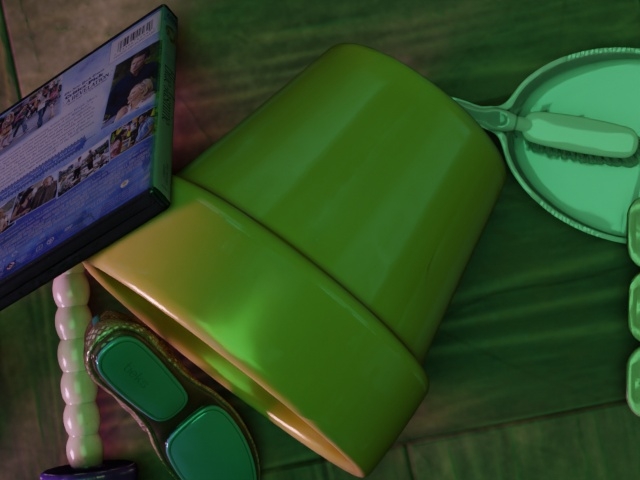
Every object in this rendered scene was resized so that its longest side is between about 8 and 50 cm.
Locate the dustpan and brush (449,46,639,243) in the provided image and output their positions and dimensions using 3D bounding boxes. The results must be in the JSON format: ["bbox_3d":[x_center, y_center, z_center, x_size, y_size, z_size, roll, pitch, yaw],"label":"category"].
[{"bbox_3d":[0.165,-0.084,1.041,0.211,0.060,0.147,11,92,7],"label":"dustpan and brush"}]

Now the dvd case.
[{"bbox_3d":[-0.181,-0.060,0.996,0.180,0.253,0.022,-31,124,18],"label":"dvd case"}]

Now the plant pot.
[{"bbox_3d":[0.000,0.000,0.986,0.254,0.254,0.239,36,78,5],"label":"plant pot"}]

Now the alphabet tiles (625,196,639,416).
[{"bbox_3d":[0.368,0.051,1.032,0.278,0.021,0.284,0,91,2],"label":"alphabet tiles"}]

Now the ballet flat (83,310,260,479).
[{"bbox_3d":[-0.113,0.126,1.063,0.073,0.067,0.206,-34,123,-4],"label":"ballet flat"}]

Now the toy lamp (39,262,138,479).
[{"bbox_3d":[-0.188,0.108,1.081,0.080,0.080,0.275,-4,90,7],"label":"toy lamp"}]
